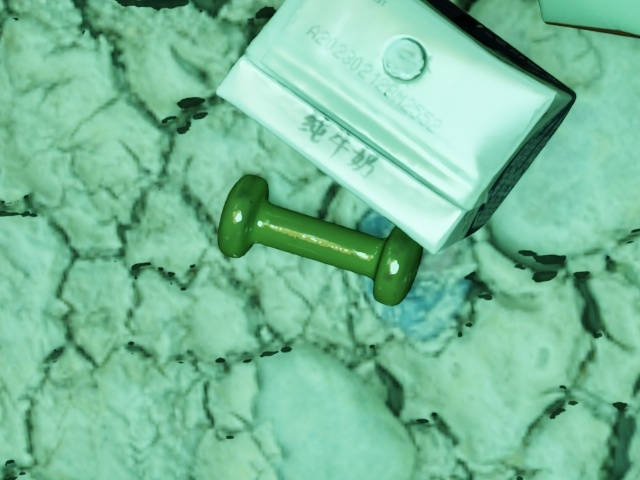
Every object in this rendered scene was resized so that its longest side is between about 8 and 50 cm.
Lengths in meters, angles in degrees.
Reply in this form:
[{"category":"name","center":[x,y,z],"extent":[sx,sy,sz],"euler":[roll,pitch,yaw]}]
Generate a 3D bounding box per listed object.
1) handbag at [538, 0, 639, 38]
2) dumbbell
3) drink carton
[{"category":"handbag","center":[0.237,-0.226,0.844],"extent":[0.298,0.151,0.171],"euler":[-29,113,-20]},{"category":"dumbbell","center":[0.000,0.000,0.977],"extent":[0.118,0.052,0.046],"euler":[17,120,9]},{"category":"drink carton","center":[0.049,-0.076,0.875],"extent":[0.134,0.222,0.102],"euler":[39,100,6]}]
